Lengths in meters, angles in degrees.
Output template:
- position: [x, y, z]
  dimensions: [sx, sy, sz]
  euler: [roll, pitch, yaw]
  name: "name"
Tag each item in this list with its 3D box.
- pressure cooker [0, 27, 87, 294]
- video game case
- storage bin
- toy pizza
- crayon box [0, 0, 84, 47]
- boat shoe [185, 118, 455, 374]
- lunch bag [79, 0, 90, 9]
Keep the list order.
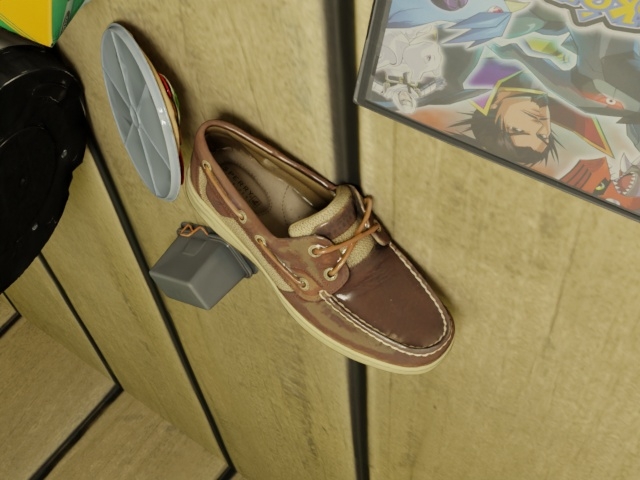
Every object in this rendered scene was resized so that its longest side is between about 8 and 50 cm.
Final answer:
- position: [-0.557, -0.135, 1.031]
  dimensions: [0.421, 0.370, 0.375]
  euler: [26, 112, 8]
  name: "pressure cooker"
- position: [0.163, -0.111, 0.474]
  dimensions: [0.275, 0.035, 0.248]
  euler: [23, 152, 7]
  name: "video game case"
- position: [-0.172, 0.036, 1.162]
  dimensions: [0.135, 0.091, 0.098]
  euler: [10, 141, 45]
  name: "storage bin"
- position: [-0.190, -0.140, 0.917]
  dimensions: [0.201, 0.032, 0.201]
  euler: [48, 149, 40]
  name: "toy pizza"
- position: [-0.272, -0.299, 0.664]
  dimensions: [0.165, 0.081, 0.278]
  euler: [23, 148, -4]
  name: "crayon box"
- position: [0.000, 0.000, 0.845]
  dimensions: [0.342, 0.123, 0.123]
  euler: [43, 156, 10]
  name: "boat shoe"
- position: [-0.270, -0.262, 0.844]
  dimensions: [0.083, 0.071, 0.053]
  euler: [38, 150, 11]
  name: "lunch bag"
